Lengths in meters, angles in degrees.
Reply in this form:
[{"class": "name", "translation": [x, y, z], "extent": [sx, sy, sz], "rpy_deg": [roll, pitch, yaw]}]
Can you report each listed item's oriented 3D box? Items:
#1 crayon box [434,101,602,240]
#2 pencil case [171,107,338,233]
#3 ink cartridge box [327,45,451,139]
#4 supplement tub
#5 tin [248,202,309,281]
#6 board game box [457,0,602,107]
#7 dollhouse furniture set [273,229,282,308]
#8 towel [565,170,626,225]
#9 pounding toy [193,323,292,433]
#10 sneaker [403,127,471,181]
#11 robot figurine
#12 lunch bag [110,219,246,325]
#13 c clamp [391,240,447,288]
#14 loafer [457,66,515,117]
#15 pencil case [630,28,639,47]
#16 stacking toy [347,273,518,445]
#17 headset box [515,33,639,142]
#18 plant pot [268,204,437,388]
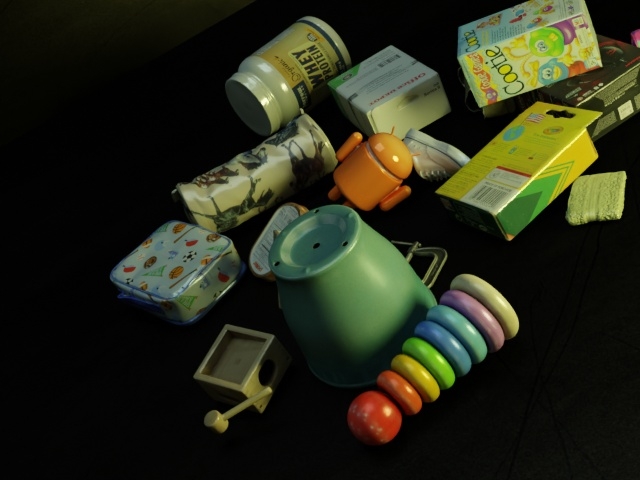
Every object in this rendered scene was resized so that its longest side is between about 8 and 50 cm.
[{"class": "crayon box", "translation": [0.416, -0.150, 1.855], "extent": [0.318, 0.081, 0.202], "rpy_deg": [-42, 30, -11]}, {"class": "pencil case", "translation": [-0.166, -0.158, 2.256], "extent": [0.410, 0.160, 0.183], "rpy_deg": [-30, 48, -3]}, {"class": "ink cartridge box", "translation": [0.174, -0.374, 2.350], "extent": [0.211, 0.121, 0.289], "rpy_deg": [-30, 32, -4]}, {"class": "supplement tub", "translation": [-0.091, -0.463, 2.576], "extent": [0.316, 0.228, 0.228], "rpy_deg": [-41, 34, -20]}, {"class": "tin", "translation": [-0.092, 0.002, 2.003], "extent": [0.189, 0.040, 0.106], "rpy_deg": [-57, 41, 11]}, {"class": "board game box", "translation": [0.455, -0.425, 1.986], "extent": [0.275, 0.142, 0.144], "rpy_deg": [-16, 36, 23]}, {"class": "dollhouse furniture set", "translation": [-0.002, 0.055, 1.902], "extent": [0.182, 0.161, 0.101], "rpy_deg": [-4, 9, -8]}, {"class": "towel", "translation": [0.535, -0.083, 1.753], "extent": [0.110, 0.027, 0.148], "rpy_deg": [-8, 36, 27]}, {"class": "pounding toy", "translation": [-0.140, 0.278, 1.688], "extent": [0.181, 0.094, 0.206], "rpy_deg": [8, 55, 37]}, {"class": "sneaker", "translation": [0.268, -0.171, 2.041], "extent": [0.091, 0.094, 0.258], "rpy_deg": [-59, 38, 3]}, {"class": "robot figurine", "translation": [0.119, -0.152, 2.039], "extent": [0.219, 0.128, 0.158], "rpy_deg": [-43, 53, 21]}, {"class": "lunch bag", "translation": [-0.338, 0.077, 2.099], "extent": [0.303, 0.115, 0.243], "rpy_deg": [13, 52, 45]}, {"class": "c clamp", "translation": [0.184, 0.055, 1.828], "extent": [0.137, 0.022, 0.160], "rpy_deg": [-1, 39, 28]}, {"class": "loafer", "translation": [0.386, -0.371, 2.214], "extent": [0.087, 0.094, 0.251], "rpy_deg": [-24, 32, -2]}, {"class": "pencil case", "translation": [0.815, -0.456, 2.015], "extent": [0.236, 0.104, 0.104], "rpy_deg": [-17, 33, 19]}, {"class": "stacking toy", "translation": [0.176, 0.210, 1.513], "extent": [0.330, 0.141, 0.141], "rpy_deg": [-43, 35, -15]}, {"class": "headset box", "translation": [0.580, -0.353, 2.026], "extent": [0.218, 0.110, 0.293], "rpy_deg": [-33, 32, -6]}, {"class": "plant pot", "translation": [0.043, 0.083, 1.645], "extent": [0.272, 0.255, 0.271], "rpy_deg": [-20, 37, 16]}]
